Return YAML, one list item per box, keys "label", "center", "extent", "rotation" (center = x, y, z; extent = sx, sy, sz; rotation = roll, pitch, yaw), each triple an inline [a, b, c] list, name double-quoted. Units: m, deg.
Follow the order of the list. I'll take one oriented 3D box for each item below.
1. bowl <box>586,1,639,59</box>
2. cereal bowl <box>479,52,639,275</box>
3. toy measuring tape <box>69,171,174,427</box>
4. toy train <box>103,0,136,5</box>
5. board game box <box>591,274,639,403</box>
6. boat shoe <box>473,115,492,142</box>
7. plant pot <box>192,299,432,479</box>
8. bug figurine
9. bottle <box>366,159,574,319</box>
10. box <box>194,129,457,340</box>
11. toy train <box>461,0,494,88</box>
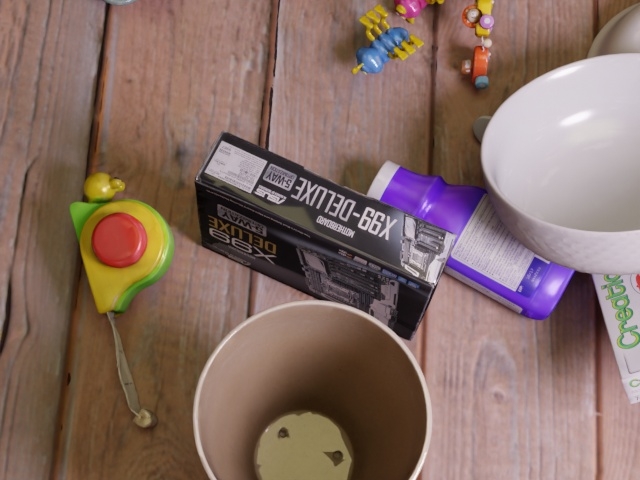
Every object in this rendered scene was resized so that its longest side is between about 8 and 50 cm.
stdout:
- label: "bowl"
  center: [0.514, -0.227, 1.858]
  extent: [0.298, 0.134, 0.298]
  rotation: [1, 71, -2]
- label: "cereal bowl"
  center: [0.372, -0.078, 1.703]
  extent: [0.339, 0.141, 0.339]
  rotation: [-10, 43, 10]
- label: "toy measuring tape"
  center: [-0.224, 0.064, 1.735]
  extent: [0.121, 0.121, 0.330]
  rotation: [-17, 80, -8]
- label: "toy train"
  center: [-0.307, -0.463, 1.906]
  extent: [0.334, 0.142, 0.190]
  rotation: [35, 61, 11]
- label: "board game box"
  center: [0.436, 0.050, 1.694]
  extent: [0.193, 0.053, 0.305]
  rotation: [-19, 39, 12]
- label: "boat shoe"
  center: [0.274, -0.131, 1.863]
  extent: [0.142, 0.049, 0.040]
  rotation: [27, 38, 9]
- label: "plant pot"
  center: [-0.013, 0.229, 1.596]
  extent: [0.256, 0.274, 0.256]
  rotation: [1, 71, -2]
- label: "bug figurine"
  center: [0.058, -0.352, 1.911]
  extent: [0.216, 0.072, 0.279]
  rotation: [-36, 71, -20]
- label: "bottle"
  center: [0.193, -0.009, 1.786]
  extent: [0.283, 0.092, 0.118]
  rotation: [29, 74, 7]
- label: "box"
  center: [0.000, 0.000, 1.695]
  extent: [0.307, 0.242, 0.076]
  rotation: [24, 71, 5]
- label: "toy train"
  center: [0.211, -0.297, 1.880]
  extent: [0.046, 0.125, 0.166]
  rotation: [3, 63, 4]
